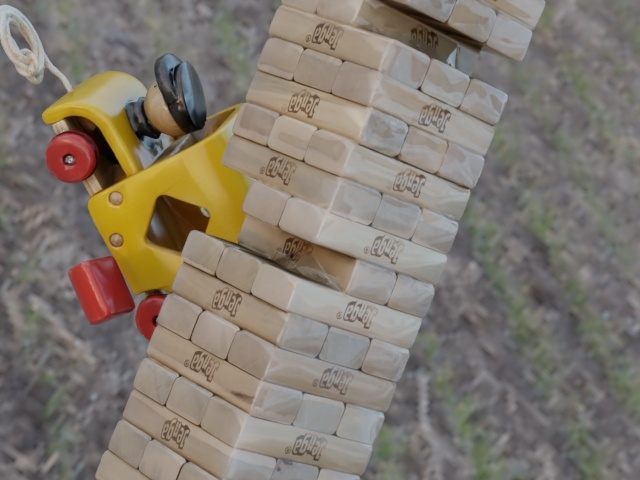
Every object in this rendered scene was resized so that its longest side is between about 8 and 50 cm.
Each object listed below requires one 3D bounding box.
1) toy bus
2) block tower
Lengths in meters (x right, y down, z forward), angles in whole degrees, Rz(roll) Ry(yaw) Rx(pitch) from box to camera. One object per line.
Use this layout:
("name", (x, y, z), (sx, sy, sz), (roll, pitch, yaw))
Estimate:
("toy bus", (-0.069, -0.033, 0.995), (0.202, 0.104, 0.191), (42, 29, -55))
("block tower", (0.000, 0.000, 0.897), (0.091, 0.335, 0.097), (20, 3, -42))
